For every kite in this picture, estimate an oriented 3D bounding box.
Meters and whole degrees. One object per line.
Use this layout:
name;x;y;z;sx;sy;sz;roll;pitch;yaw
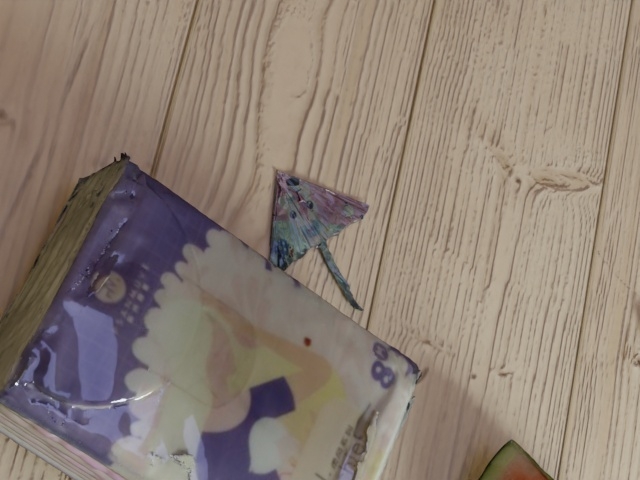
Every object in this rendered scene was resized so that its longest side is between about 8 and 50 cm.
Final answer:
kite;0.000;0.000;1.559;0.139;0.011;0.156;-32;95;-32

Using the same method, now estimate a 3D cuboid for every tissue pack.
tissue pack;-0.098;0.123;1.394;0.344;0.125;0.242;37;59;-22

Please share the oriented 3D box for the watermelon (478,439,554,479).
watermelon;0.217;0.300;1.575;0.145;0.137;0.193;44;51;-58
